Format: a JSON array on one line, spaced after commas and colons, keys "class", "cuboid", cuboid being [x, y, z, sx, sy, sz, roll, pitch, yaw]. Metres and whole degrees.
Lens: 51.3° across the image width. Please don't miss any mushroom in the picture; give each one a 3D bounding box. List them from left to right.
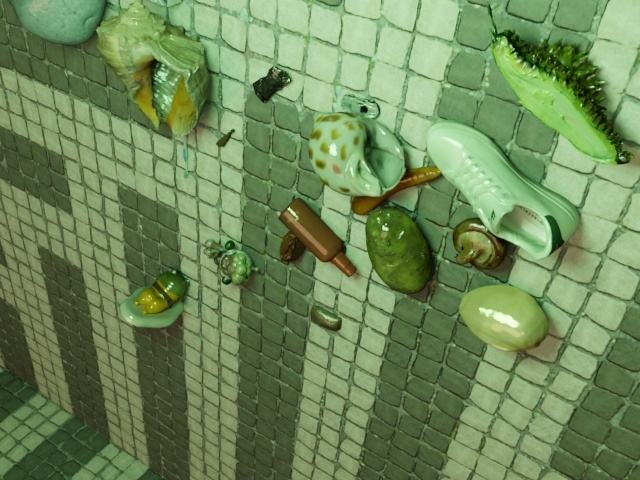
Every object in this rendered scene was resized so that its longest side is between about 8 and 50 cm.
[{"class": "mushroom", "cuboid": [0.349, 0.007, 1.459, 0.127, 0.087, 0.127, 22, 134, 24]}]

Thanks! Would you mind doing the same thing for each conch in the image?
[{"class": "conch", "cuboid": [-0.376, -0.426, 1.640, 0.297, 0.210, 0.352, 32, 161, 27]}, {"class": "conch", "cuboid": [0.062, -0.199, 1.492, 0.274, 0.183, 0.149, 64, 155, 13]}]

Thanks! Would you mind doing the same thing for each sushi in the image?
[{"class": "sushi", "cuboid": [-0.072, 0.011, 1.805, 0.052, 0.055, 0.120, 34, 124, 28]}]

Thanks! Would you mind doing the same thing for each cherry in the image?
[{"class": "cherry", "cuboid": [-0.672, -0.631, 1.699, 0.296, 0.218, 0.255, -39, 86, 40]}]

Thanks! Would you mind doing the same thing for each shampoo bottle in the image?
[{"class": "shampoo bottle", "cuboid": [0.000, 0.000, 1.724, 0.244, 0.085, 0.085, 46, 136, -1]}]

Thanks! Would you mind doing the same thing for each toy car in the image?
[{"class": "toy car", "cuboid": [0.089, -0.298, 1.489, 0.093, 0.025, 0.041, 21, 131, 25]}]

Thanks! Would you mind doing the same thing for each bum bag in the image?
[{"class": "bum bag", "cuboid": [-0.120, -0.373, 1.589, 0.124, 0.034, 0.058, -25, 112, 45]}]

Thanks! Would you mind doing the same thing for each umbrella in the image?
[{"class": "umbrella", "cuboid": [-0.253, -0.270, 1.768, 0.083, 0.031, 0.020, -31, 66, 43]}]

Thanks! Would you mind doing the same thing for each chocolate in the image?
[{"class": "chocolate", "cuboid": [0.011, 0.230, 1.908, 0.101, 0.031, 0.064, 27, 137, 18]}]

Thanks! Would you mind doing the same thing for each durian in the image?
[{"class": "durian", "cuboid": [0.420, -0.278, 1.194, 0.375, 0.106, 0.132, 45, 138, 1]}]

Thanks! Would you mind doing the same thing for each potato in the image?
[{"class": "potato", "cuboid": [0.184, 0.026, 1.582, 0.149, 0.113, 0.251, -9, 128, 30]}]

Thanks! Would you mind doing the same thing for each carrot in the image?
[{"class": "carrot", "cuboid": [0.163, -0.125, 1.534, 0.271, 0.062, 0.066, -31, 65, 41]}]

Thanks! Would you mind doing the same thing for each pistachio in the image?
[{"class": "pistachio", "cuboid": [0.417, 0.173, 1.510, 0.201, 0.117, 0.145, 26, 94, 30]}]

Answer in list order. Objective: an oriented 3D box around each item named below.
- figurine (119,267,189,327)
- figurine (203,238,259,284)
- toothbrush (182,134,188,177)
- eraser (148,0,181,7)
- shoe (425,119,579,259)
[{"class": "figurine", "cuboid": [-0.514, 0.178, 2.150, 0.166, 0.250, 0.141, 44, 117, 9]}, {"class": "figurine", "cuboid": [-0.276, 0.061, 1.964, 0.197, 0.093, 0.147, 22, 120, 25]}, {"class": "toothbrush", "cuboid": [-0.381, -0.248, 1.889, 0.014, 0.017, 0.162, 22, 126, 18]}, {"class": "eraser", "cuboid": [-0.389, -0.672, 1.564, 0.125, 0.068, 0.210, 26, 131, 21]}, {"class": "shoe", "cuboid": [0.341, -0.095, 1.344, 0.363, 0.160, 0.131, 38, 133, 9]}]
